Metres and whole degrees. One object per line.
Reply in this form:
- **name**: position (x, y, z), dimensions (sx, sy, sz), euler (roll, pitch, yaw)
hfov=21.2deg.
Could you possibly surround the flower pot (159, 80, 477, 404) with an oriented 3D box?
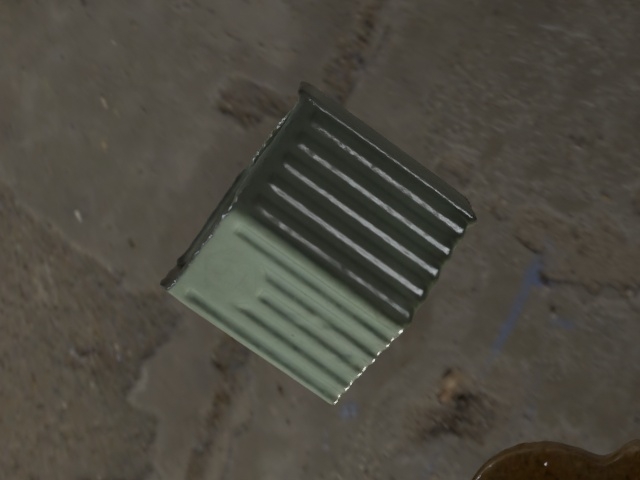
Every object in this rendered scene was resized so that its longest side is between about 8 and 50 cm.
- **flower pot**: position (0.000, 0.000, 1.494), dimensions (0.190, 0.209, 0.239), euler (35, 128, -4)

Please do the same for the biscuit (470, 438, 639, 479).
- **biscuit**: position (0.179, 0.218, 1.168), dimensions (0.320, 0.047, 0.183), euler (-36, 81, 10)
